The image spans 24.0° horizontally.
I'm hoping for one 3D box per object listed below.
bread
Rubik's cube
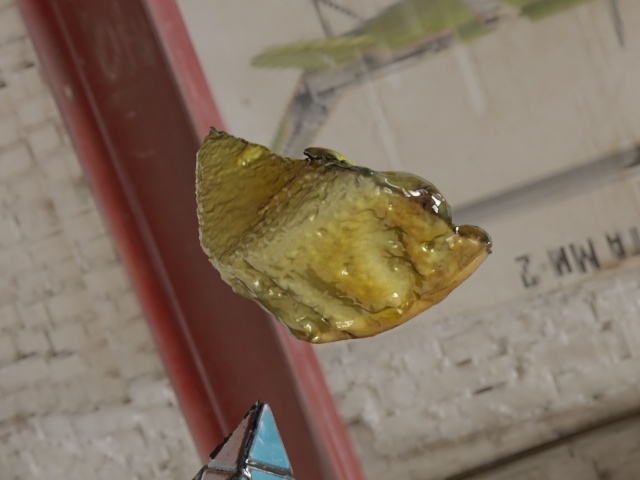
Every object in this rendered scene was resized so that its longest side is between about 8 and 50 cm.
[{"bbox_3d":[0.000,0.008,1.133,0.251,0.174,0.133,16,-104,53],"label":"bread"},{"bbox_3d":[-0.062,0.285,1.235,0.190,0.178,0.211,-34,-156,42],"label":"Rubik's cube"}]
